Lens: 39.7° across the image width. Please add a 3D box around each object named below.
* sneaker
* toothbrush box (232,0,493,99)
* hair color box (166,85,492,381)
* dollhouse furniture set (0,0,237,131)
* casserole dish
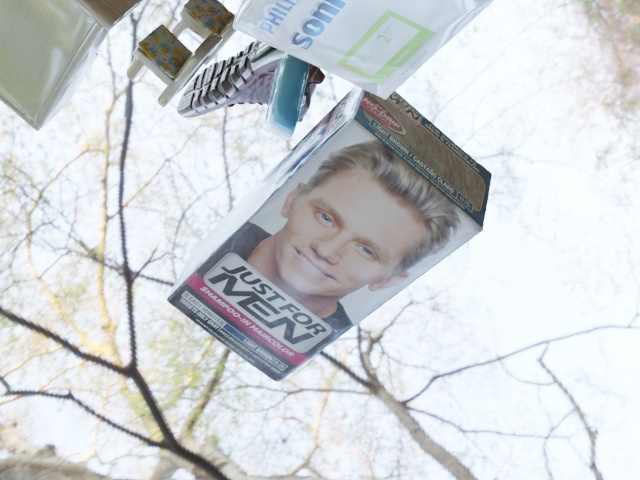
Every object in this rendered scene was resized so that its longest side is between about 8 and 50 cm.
[{"bbox_3d":[-0.111,-0.246,1.540,0.162,0.281,0.106,41,-136,-32],"label":"sneaker"},{"bbox_3d":[0.063,-0.267,0.546,0.122,0.206,0.283,23,-118,-18],"label":"toothbrush box"},{"bbox_3d":[0.000,0.000,0.965,0.174,0.347,0.105,38,-142,-14],"label":"hair color box"},{"bbox_3d":[-0.293,-0.374,1.218,0.362,0.256,0.394,42,-133,-11],"label":"dollhouse furniture set"},{"bbox_3d":[-0.046,-0.192,1.172,0.037,0.188,0.114,11,-88,-8],"label":"casserole dish"}]
